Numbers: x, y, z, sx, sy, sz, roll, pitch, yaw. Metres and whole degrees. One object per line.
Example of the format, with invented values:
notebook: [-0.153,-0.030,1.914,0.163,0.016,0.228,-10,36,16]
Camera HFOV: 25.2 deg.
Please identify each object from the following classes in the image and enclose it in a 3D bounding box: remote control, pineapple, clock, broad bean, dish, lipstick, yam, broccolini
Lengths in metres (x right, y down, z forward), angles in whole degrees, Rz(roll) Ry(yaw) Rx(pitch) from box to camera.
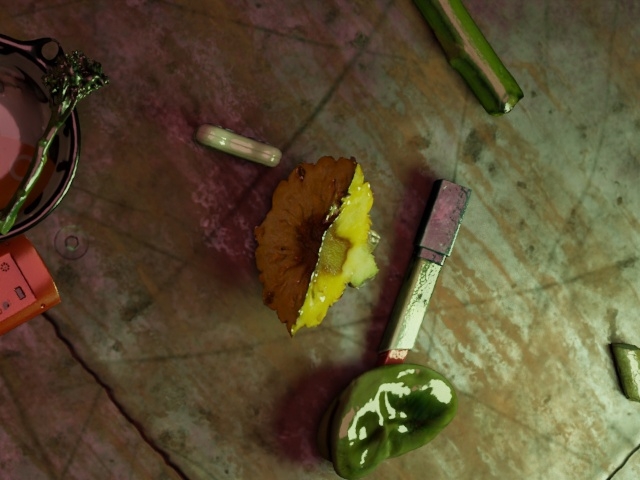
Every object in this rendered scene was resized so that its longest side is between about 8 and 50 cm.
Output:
remote control: [-0.114,-0.131,1.973,0.122,0.074,0.032,18,89,-12]
pineapple: [0.002,-0.006,1.996,0.164,0.140,0.249,0,109,-52]
clock: [-0.436,0.069,1.914,0.155,0.061,0.113,-31,95,-12]
broad bean: [0.091,0.247,2.007,0.207,0.072,0.153,-30,123,-17]
dish: [-0.455,-0.136,1.877,0.303,0.120,0.303,0,89,-15]
lipstick: [0.140,0.068,2.036,0.051,0.051,0.312,20,87,-11]
yam: [0.459,0.193,2.105,0.043,0.043,0.094,-15,93,-11]
broccolini: [-0.351,-0.125,1.818,0.071,0.057,0.254,20,79,29]

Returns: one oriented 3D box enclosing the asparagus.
asparagus: [0.193,-0.300,2.047,0.067,0.060,0.277,-32,96,9]
